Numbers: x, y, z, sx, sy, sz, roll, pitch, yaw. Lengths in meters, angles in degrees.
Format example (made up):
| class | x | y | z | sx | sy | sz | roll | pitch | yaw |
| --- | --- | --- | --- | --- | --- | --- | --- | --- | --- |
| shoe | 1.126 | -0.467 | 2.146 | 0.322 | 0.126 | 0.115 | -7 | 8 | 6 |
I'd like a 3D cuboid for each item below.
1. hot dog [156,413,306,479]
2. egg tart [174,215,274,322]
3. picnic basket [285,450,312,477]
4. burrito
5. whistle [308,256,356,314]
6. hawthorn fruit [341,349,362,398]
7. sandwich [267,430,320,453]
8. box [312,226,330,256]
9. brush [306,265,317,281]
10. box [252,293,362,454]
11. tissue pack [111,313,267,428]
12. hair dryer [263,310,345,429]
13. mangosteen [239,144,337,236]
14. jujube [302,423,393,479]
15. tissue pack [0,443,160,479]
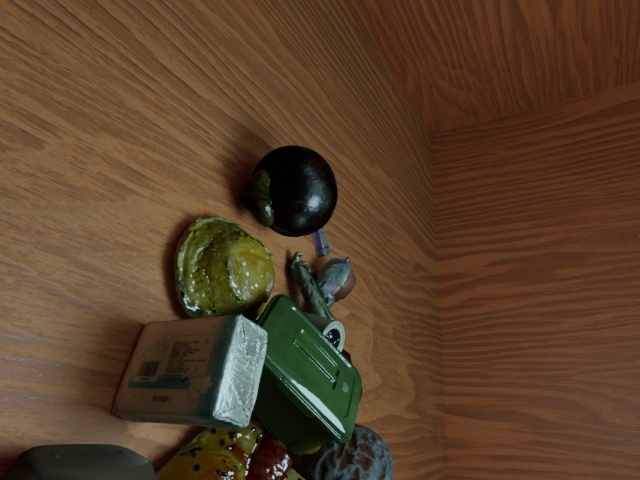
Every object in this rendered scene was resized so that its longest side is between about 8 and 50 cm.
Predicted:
| class | x | y | z | sx | sy | sz | roll | pitch | yaw |
| --- | --- | --- | --- | --- | --- | --- | --- | --- | --- |
| hot dog | -0.194 | 0.573 | 0.940 | 0.367 | 0.196 | 0.365 | 50 | 37 | 9 |
| egg tart | -0.219 | 0.086 | 1.161 | 0.341 | 0.132 | 0.341 | 26 | 59 | -55 |
| picnic basket | -0.056 | 0.636 | 1.342 | 0.115 | 0.080 | 0.164 | -34 | 111 | -61 |
| burrito | -0.023 | 0.174 | 1.447 | 0.309 | 0.066 | 0.096 | 63 | -2 | 25 |
| whistle | 0.025 | 0.189 | 1.560 | 0.133 | 0.142 | 0.346 | 51 | 53 | -34 |
| hawthorn fruit | -0.001 | 0.443 | 1.388 | 0.266 | 0.210 | 0.230 | -26 | 112 | -43 |
| sandwich | -0.045 | 0.463 | 1.235 | 0.117 | 0.144 | 0.187 | -110 | -138 | -72 |
| box | 0.000 | 0.000 | 1.690 | 0.051 | 0.036 | 0.117 | -22 | 99 | -61 |
| brush | -0.019 | 0.130 | 1.624 | 0.190 | 0.028 | 0.034 | 50 | 43 | -45 |
| box | -0.068 | 0.324 | 1.085 | 0.328 | 0.178 | 0.252 | 47 | 21 | -6 |
| tissue pack | -0.251 | 0.258 | 0.898 | 0.124 | 0.271 | 0.201 | 51 | 40 | -44 |
| hair dryer | -0.091 | 0.372 | 1.286 | 0.128 | 0.203 | 0.361 | 52 | 56 | -46 |
| mangosteen | -0.090 | -0.142 | 1.341 | 0.288 | 0.288 | 0.287 | 28 | 58 | -56 |
| jujube | 0.072 | 0.638 | 1.233 | 0.215 | 0.247 | 0.308 | 58 | 13 | -13 |
| tissue pack | -0.302 | 0.479 | 0.624 | 0.267 | 0.387 | 0.276 | 32 | 75 | -56 |
